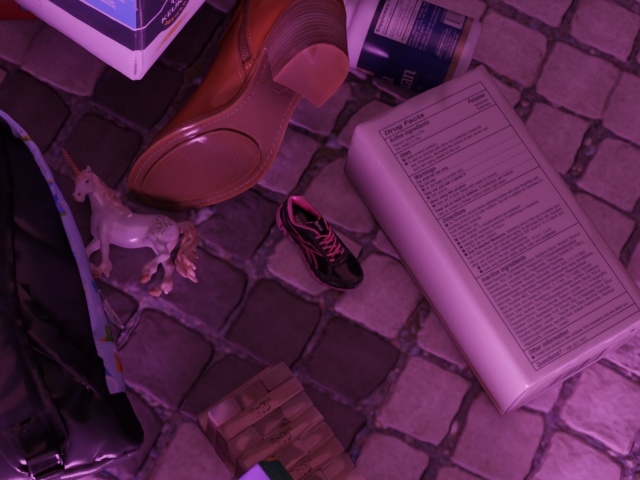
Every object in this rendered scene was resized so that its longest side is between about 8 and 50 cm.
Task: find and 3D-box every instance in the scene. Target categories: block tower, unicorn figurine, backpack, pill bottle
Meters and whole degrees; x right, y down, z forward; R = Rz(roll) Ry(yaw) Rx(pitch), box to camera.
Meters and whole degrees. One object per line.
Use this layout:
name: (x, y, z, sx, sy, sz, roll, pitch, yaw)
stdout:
block tower: (0.014, 0.267, 1.183, 0.091, 0.097, 0.335, -32, 73, -18)
unicorn figurine: (-0.199, -0.009, 1.298, 0.162, 0.060, 0.111, 17, 66, -17)
backpack: (-0.337, 0.050, 1.167, 0.290, 0.273, 0.355, -16, 92, -10)
pill bottle: (0.079, -0.217, 1.388, 0.169, 0.094, 0.094, 20, 67, 3)

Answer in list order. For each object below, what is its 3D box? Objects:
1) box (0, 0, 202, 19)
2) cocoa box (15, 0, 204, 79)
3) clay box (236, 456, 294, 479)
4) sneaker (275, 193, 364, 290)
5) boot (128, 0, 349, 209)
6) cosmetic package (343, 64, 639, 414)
box: (-0.276, -0.336, 1.371, 0.300, 0.142, 0.154, -3, 68, -8)
cocoa box: (-0.159, -0.377, 1.199, 0.231, 0.228, 0.347, 33, 68, 6)
clay box: (-0.087, 0.307, 1.124, 0.222, 0.053, 0.127, -43, 75, 11)
sneaker: (0.000, 0.000, 1.311, 0.047, 0.057, 0.119, -39, 78, -21)
boot: (-0.091, -0.177, 1.336, 0.109, 0.283, 0.220, 31, 30, -31)
cosmetic package: (0.172, -0.002, 1.301, 0.160, 0.113, 0.309, -26, 72, -16)
